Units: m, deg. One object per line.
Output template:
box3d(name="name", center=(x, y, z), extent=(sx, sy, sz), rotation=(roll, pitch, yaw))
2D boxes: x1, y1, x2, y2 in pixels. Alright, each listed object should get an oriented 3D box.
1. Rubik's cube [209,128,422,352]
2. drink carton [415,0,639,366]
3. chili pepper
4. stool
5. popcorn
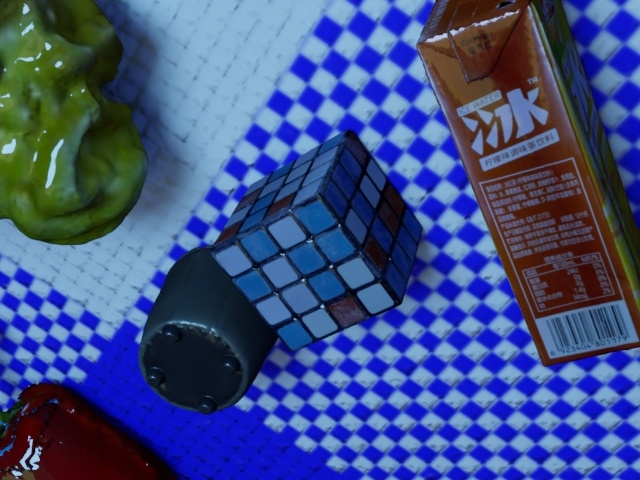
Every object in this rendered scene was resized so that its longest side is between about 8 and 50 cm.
box3d(name="Rubik's cube", center=(0.000, 0.000, 0.658), extent=(0.092, 0.092, 0.092), rotation=(-26, 111, 28))
box3d(name="drink carton", center=(0.132, -0.044, 0.590), extent=(0.071, 0.096, 0.223), rotation=(-15, 117, 25))
box3d(name="chili pepper", center=(-0.178, 0.222, 0.852), extent=(0.387, 0.110, 0.110), rotation=(42, 123, -15))
box3d(name="stool", center=(-0.078, 0.063, 0.710), extent=(0.096, 0.110, 0.096), rotation=(6, 120, 10))
box3d(name="popcorn", center=(-0.239, -0.111, 0.597), extent=(0.285, 0.174, 0.225), rotation=(5, 120, -19))
